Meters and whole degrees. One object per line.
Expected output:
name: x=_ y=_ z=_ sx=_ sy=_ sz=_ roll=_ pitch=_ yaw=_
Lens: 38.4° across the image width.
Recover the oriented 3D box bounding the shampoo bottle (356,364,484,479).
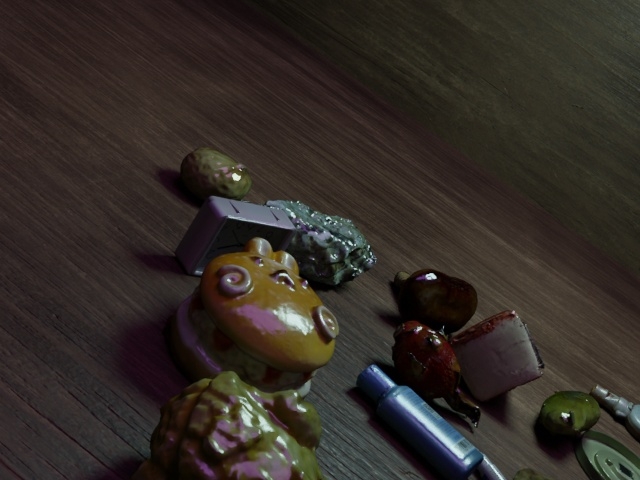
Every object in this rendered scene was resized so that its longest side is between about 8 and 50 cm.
shampoo bottle: x=0.170 y=0.322 z=1.641 sx=0.258 sy=0.061 sz=0.104 roll=42 pitch=24 yaw=21

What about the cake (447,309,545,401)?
cake: x=0.360 y=0.257 z=2.006 sx=0.262 sy=0.159 sz=0.158 roll=104 pitch=-38 yaw=-80

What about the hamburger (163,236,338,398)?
hamburger: x=-0.098 y=0.128 z=1.523 sx=0.261 sy=0.186 sz=0.302 roll=31 pitch=19 yaw=-6

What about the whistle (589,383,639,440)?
whistle: x=0.759 y=0.428 z=2.248 sx=0.220 sy=0.057 sz=0.107 roll=33 pitch=34 yaw=13

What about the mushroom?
mushroom: x=0.221 y=0.118 z=2.110 sx=0.227 sy=0.148 sz=0.217 roll=27 pitch=2 yaw=-40

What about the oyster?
oyster: x=0.000 y=0.000 z=1.982 sx=0.268 sy=0.112 sz=0.198 roll=1 pitch=57 yaw=-45

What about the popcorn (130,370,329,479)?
popcorn: x=-0.111 y=0.286 z=1.172 sx=0.255 sy=0.195 sz=0.256 roll=-4 pitch=41 yaw=-43

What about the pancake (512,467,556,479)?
pancake: x=0.442 y=0.505 z=1.668 sx=0.212 sy=0.029 sz=0.235 roll=5 pitch=35 yaw=-48

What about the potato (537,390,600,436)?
potato: x=0.534 y=0.374 z=1.981 sx=0.117 sy=0.090 sz=0.225 roll=0 pitch=0 yaw=28

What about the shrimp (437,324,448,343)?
shrimp: x=0.250 y=0.226 z=1.970 sx=0.065 sy=0.056 sz=0.165 roll=24 pitch=19 yaw=-4

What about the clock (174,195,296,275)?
clock: x=-0.159 y=0.001 z=1.756 sx=0.197 sy=0.150 sz=0.063 roll=10 pitch=32 yaw=-45

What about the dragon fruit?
dragon fruit: x=0.231 y=0.266 z=1.793 sx=0.246 sy=0.125 sz=0.125 roll=50 pitch=50 yaw=-8

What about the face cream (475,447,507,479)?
face cream: x=0.311 y=0.427 z=1.648 sx=0.034 sy=0.034 sz=0.130 roll=12 pitch=30 yaw=-43

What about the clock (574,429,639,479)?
clock: x=0.648 y=0.500 z=1.966 sx=0.235 sy=0.029 sz=0.235 roll=28 pitch=22 yaw=-12

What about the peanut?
peanut: x=-0.234 y=-0.139 z=2.020 sx=0.159 sy=0.109 sz=0.140 roll=28 pitch=8 yaw=19
